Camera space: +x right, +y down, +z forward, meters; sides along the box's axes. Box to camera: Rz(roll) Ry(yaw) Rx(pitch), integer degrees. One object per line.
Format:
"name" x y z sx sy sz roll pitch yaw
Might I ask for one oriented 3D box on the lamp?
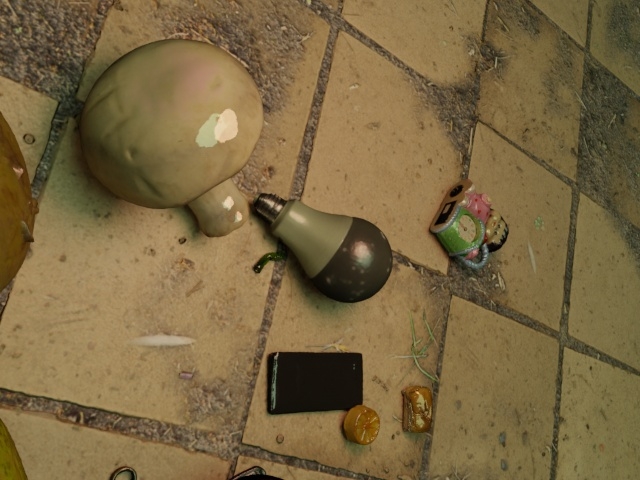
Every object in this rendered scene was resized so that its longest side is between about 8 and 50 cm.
"lamp" 0.002 0.008 1.410 0.313 0.182 0.182 30 60 6

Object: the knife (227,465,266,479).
"knife" -0.155 0.457 1.265 0.121 0.018 0.031 -16 89 -37

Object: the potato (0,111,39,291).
"potato" -0.569 -0.093 0.868 0.442 0.319 0.385 45 59 -26

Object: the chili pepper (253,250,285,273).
"chili pepper" -0.104 0.039 1.382 0.083 0.022 0.027 -30 67 -37

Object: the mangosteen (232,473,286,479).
"mangosteen" -0.107 0.554 1.137 0.297 0.313 0.297 21 34 -15

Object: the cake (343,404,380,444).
"cake" 0.088 0.396 1.440 0.084 0.044 0.084 -2 94 -39

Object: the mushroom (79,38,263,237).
"mushroom" -0.244 -0.168 1.145 0.315 0.315 0.356 -20 94 -38

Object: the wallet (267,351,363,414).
"wallet" -0.004 0.295 1.406 0.244 0.025 0.124 8 80 -38

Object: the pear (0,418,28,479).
"pear" -0.522 0.342 0.790 0.391 0.391 0.391 8 77 -36

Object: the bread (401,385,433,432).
"bread" 0.227 0.388 1.550 0.072 0.053 0.106 9 82 -33

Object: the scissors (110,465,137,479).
"scissors" -0.388 0.450 1.087 0.220 0.017 0.088 -21 95 -38

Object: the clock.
"clock" 0.388 -0.030 1.727 0.195 0.100 0.194 42 63 -21
